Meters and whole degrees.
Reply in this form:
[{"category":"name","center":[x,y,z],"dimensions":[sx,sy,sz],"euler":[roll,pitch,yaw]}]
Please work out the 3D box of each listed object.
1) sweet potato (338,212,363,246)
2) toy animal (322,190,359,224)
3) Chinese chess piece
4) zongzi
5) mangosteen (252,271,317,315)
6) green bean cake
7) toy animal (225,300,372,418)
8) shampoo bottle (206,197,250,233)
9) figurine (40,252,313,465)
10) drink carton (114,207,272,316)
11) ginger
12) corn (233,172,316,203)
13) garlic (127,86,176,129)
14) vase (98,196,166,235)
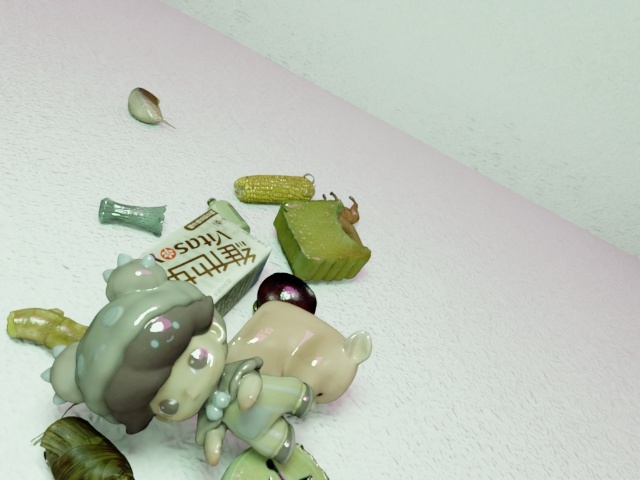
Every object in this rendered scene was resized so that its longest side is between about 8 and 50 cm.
[{"category":"sweet potato","center":[0.082,-0.035,1.388],"dimensions":[0.214,0.050,0.050],"euler":[47,30,-15]},{"category":"toy animal","center":[0.039,-0.084,1.460],"dimensions":[0.224,0.066,0.229],"euler":[12,44,-23]},{"category":"Chinese chess piece","center":[-0.071,0.414,0.681],"dimensions":[0.188,0.083,0.188],"euler":[21,34,-15]},{"category":"zongzi","center":[-0.317,0.285,0.587],"dimensions":[0.187,0.184,0.084],"euler":[42,40,21]},{"category":"mangosteen","center":[-0.086,0.149,0.998],"dimensions":[0.152,0.152,0.152],"euler":[19,34,-13]},{"category":"green bean cake","center":[0.000,0.000,1.234],"dimensions":[0.233,0.124,0.236],"euler":[-3,51,-33]},{"category":"toy animal","center":[-0.060,0.233,0.840],"dimensions":[0.256,0.195,0.213],"euler":[30,60,-2]},{"category":"shampoo bottle","center":[-0.264,-0.061,1.197],"dimensions":[0.079,0.079,0.162],"euler":[-12,50,-45]},{"category":"figurine","center":[-0.192,0.198,0.665],"dimensions":[0.380,0.248,0.203],"euler":[32,2,-11]},{"category":"drink carton","center":[-0.270,0.075,0.962],"dimensions":[0.194,0.132,0.324],"euler":[31,34,7]},{"category":"ginger","center":[-0.406,0.194,0.759],"dimensions":[0.299,0.065,0.118],"euler":[28,20,-1]},{"category":"corn","center":[-0.141,-0.166,1.412],"dimensions":[0.293,0.106,0.106],"euler":[-5,45,-38]},{"category":"garlic","center":[-0.590,-0.455,1.505],"dimensions":[0.128,0.090,0.198],"euler":[7,32,-49]},{"category":"vase","center":[-0.460,-0.063,1.067],"dimensions":[0.149,0.081,0.081],"euler":[11,36,-19]}]
